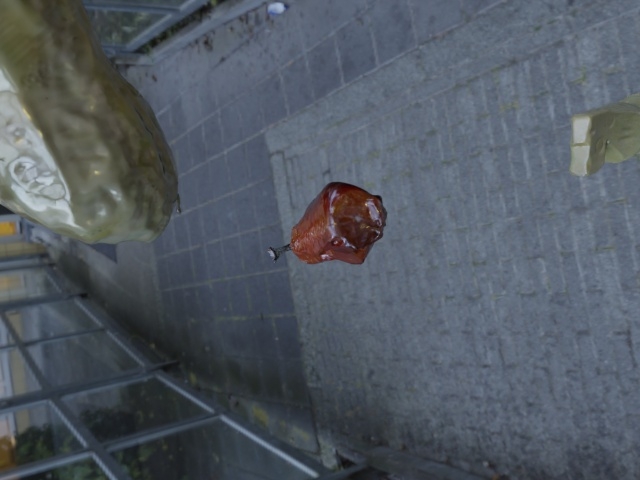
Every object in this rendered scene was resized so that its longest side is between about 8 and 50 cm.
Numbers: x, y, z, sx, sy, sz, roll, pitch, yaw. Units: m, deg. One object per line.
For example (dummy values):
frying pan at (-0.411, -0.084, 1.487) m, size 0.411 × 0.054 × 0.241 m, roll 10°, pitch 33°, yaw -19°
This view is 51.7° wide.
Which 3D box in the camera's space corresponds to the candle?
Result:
candle at (0.000, 0.000, 0.457) m, size 0.053 × 0.048 × 0.162 m, roll 50°, pitch 164°, yaw -3°

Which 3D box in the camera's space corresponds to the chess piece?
chess piece at (0.396, -0.147, 0.896) m, size 0.090 × 0.200 × 0.090 m, roll 22°, pitch 121°, yaw 43°

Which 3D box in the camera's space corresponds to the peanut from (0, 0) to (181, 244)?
peanut at (-0.224, -0.124, 0.493) m, size 0.149 × 0.149 × 0.313 m, roll 26°, pitch 149°, yaw 53°
